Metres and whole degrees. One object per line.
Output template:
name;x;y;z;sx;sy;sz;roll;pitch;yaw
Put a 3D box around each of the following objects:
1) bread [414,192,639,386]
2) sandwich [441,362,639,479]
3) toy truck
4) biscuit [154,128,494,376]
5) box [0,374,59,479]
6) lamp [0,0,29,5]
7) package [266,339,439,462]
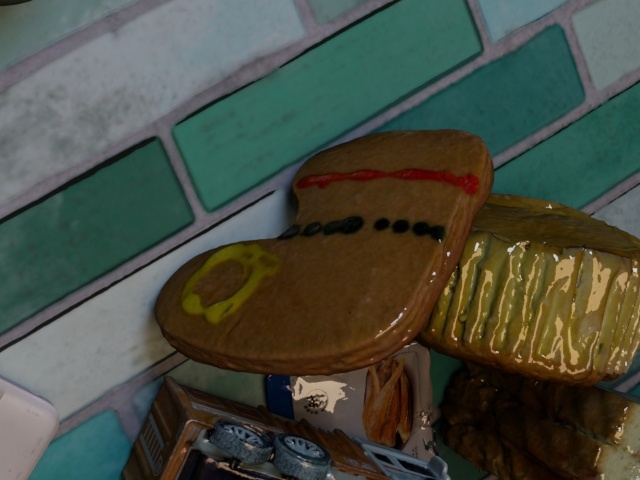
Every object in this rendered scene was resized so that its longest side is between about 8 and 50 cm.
bread;0.186;0.043;1.509;0.227;0.253;0.142;11;102;-15
sandwich;0.311;0.221;1.610;0.325;0.262;0.131;25;88;-30
toy truck;-0.019;0.229;1.483;0.305;0.162;0.136;20;102;-23
biscuit;-0.001;-0.001;1.438;0.277;0.262;0.052;-59;138;-31
box;-0.362;0.141;1.363;0.285;0.044;0.142;32;87;-30
lamp;-0.282;-0.242;1.257;0.197;0.198;0.244;31;108;-29
package;0.034;0.189;1.590;0.173;0.027;0.171;-13;108;-22
